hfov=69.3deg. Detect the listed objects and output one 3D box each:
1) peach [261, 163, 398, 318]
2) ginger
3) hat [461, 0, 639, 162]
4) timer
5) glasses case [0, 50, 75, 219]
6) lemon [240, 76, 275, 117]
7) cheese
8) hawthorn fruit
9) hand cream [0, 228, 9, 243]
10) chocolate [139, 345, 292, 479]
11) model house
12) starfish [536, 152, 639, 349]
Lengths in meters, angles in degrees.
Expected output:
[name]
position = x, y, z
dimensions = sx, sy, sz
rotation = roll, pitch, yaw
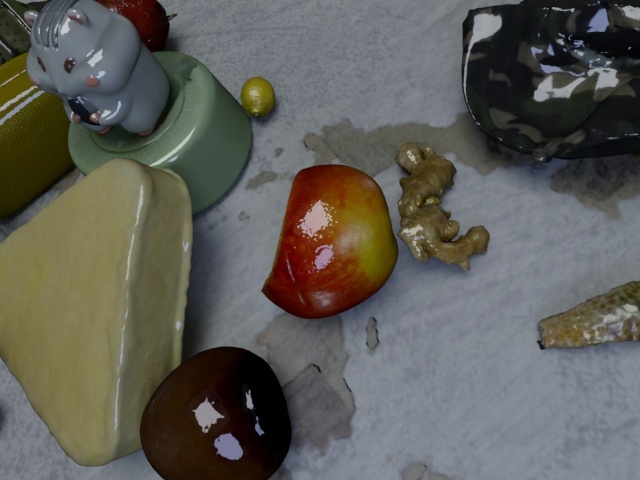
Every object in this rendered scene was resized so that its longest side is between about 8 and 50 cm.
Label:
[peach]
position = 0.000, 0.000, 0.596
dimensions = 0.192, 0.190, 0.190
rotation = -22, 62, -5
[ginger]
position = 0.153, -0.051, 0.635
dimensions = 0.193, 0.052, 0.176
rotation = 41, 50, 16
[hat]
position = 0.425, -0.258, 0.648
dimensions = 0.382, 0.257, 0.366
rotation = -18, 37, -34
[timer]
position = -0.293, -0.213, 0.698
dimensions = 0.291, 0.315, 0.290
rotation = -5, 66, 12
[glasses case]
position = -0.529, -0.211, 0.837
dimensions = 0.371, 0.173, 0.141
rotation = -43, 66, -7
[lemon]
position = -0.109, -0.248, 0.807
dimensions = 0.062, 0.062, 0.083
rotation = -5, 61, 12
[cheese]
position = -0.299, 0.053, 0.630
dimensions = 0.384, 0.104, 0.383
rotation = -3, 82, 27
[hawthorn fruit]
position = -0.363, -0.415, 0.912
dimensions = 0.172, 0.148, 0.148
rotation = -30, 61, -19
[hand cream]
position = -0.573, -0.026, 0.769
dimensions = 0.067, 0.194, 0.042
rotation = -31, 31, -4
[chocolate]
position = -0.126, 0.216, 0.551
dimensions = 0.177, 0.176, 0.176
rotation = -6, 65, 12
[model house]
position = -0.629, -0.433, 1.007
dimensions = 0.205, 0.218, 0.278
rotation = -30, 15, 43
[starfish]
position = 0.444, 0.074, 0.509
dimensions = 0.324, 0.082, 0.432
rotation = 24, 76, 20
